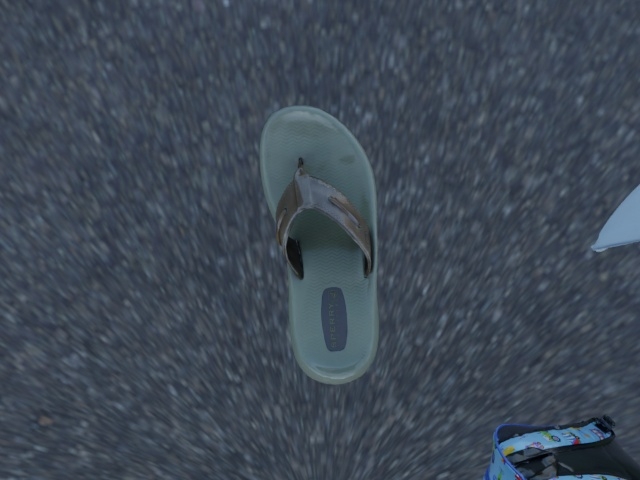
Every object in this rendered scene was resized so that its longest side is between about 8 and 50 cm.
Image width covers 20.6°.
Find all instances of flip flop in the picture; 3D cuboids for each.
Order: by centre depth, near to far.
[{"bbox_3d":[0.000,0.000,1.697,0.112,0.080,0.277,-6,79,7],"label":"flip flop"}]

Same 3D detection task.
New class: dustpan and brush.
[{"bbox_3d":[0.311,-0.047,1.341,0.060,0.147,0.211,56,47,-23],"label":"dustpan and brush"}]

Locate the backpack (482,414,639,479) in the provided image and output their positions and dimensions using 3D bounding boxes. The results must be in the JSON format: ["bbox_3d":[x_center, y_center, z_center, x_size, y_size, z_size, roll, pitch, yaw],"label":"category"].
[{"bbox_3d":[0.214,0.233,1.533,0.158,0.173,0.117,50,119,40],"label":"backpack"}]
